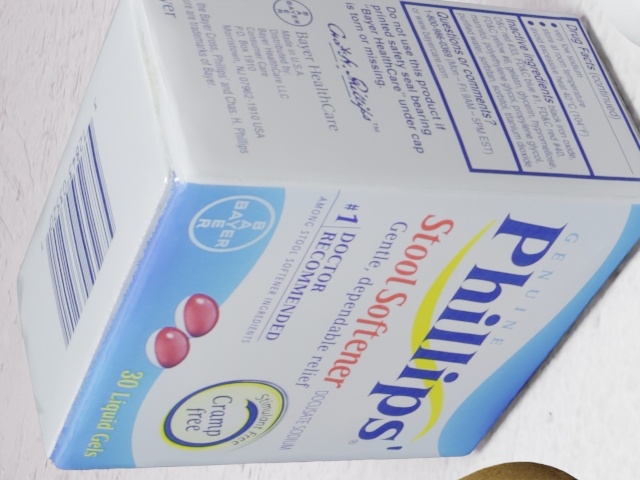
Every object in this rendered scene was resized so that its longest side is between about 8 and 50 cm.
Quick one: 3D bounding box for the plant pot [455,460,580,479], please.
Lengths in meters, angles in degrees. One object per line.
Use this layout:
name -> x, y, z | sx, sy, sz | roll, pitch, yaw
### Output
plant pot -> 0.154, 0.252, 0.698 | 0.254, 0.237, 0.237 | 19, 107, 48

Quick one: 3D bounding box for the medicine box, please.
medicine box -> 0.000, 0.000, 0.902 | 0.263, 0.289, 0.149 | 119, 144, -44

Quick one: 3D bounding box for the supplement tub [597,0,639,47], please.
supplement tub -> 0.232, -0.121, 0.464 | 0.272, 0.191, 0.191 | 16, 105, 41
